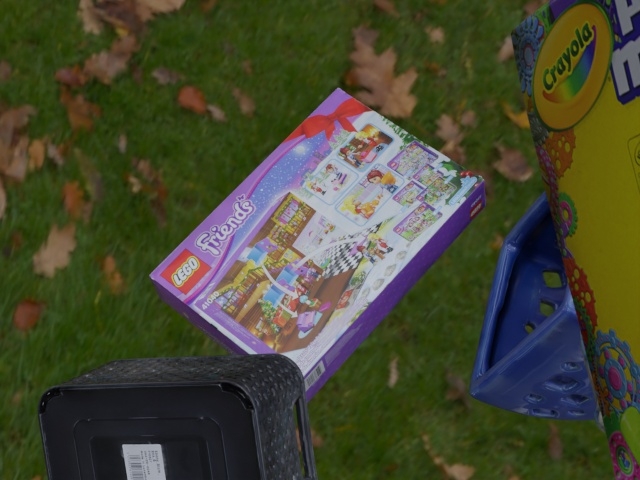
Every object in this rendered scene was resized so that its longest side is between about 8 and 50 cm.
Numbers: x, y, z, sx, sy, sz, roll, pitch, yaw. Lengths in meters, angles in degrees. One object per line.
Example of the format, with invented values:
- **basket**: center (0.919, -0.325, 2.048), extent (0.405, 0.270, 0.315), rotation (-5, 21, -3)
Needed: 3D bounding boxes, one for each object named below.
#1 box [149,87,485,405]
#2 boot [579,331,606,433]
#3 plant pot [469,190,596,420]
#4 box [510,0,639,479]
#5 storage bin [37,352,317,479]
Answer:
- **box**: center (0.000, 0.000, 1.278), extent (0.201, 0.057, 0.293), rotation (36, 71, 25)
- **boot**: center (0.209, 0.109, 0.673), extent (0.123, 0.095, 0.258), rotation (8, 21, -4)
- **plant pot**: center (0.318, 0.071, 1.367), extent (0.212, 0.236, 0.236), rotation (23, 55, -6)
- **box**: center (0.254, -0.042, 0.356), extent (0.279, 0.290, 0.177), rotation (-10, 83, -19)
- **storage bin**: center (-0.104, 0.153, 0.916), extent (0.084, 0.180, 0.122), rotation (-22, 106, -65)
